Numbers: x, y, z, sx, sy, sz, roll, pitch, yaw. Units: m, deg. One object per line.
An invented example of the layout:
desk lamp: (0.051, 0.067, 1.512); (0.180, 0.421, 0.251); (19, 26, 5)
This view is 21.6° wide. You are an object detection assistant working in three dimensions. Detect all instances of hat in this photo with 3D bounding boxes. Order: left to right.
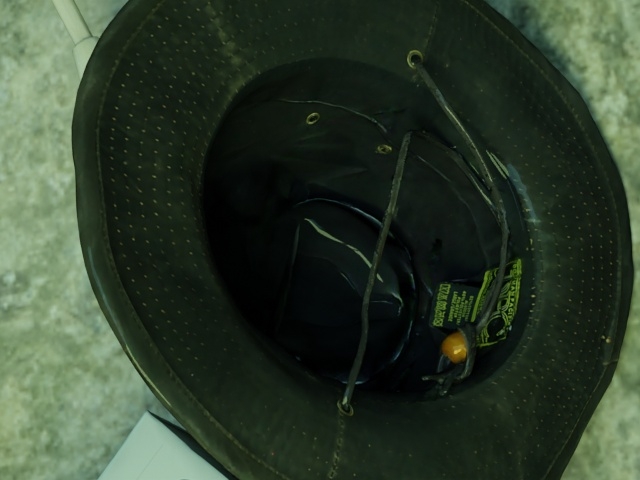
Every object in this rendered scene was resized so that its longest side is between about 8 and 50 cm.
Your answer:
hat: (0.000, 0.000, 0.856); (0.134, 0.331, 0.331); (-17, 76, 53)

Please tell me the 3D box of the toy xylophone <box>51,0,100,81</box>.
toy xylophone: (-0.066, -0.216, 0.957); (0.236, 0.081, 0.323); (-25, 77, 12)

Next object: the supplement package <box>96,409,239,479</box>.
supplement package: (-0.063, 0.249, 0.809); (0.145, 0.204, 0.262); (33, 87, 36)
